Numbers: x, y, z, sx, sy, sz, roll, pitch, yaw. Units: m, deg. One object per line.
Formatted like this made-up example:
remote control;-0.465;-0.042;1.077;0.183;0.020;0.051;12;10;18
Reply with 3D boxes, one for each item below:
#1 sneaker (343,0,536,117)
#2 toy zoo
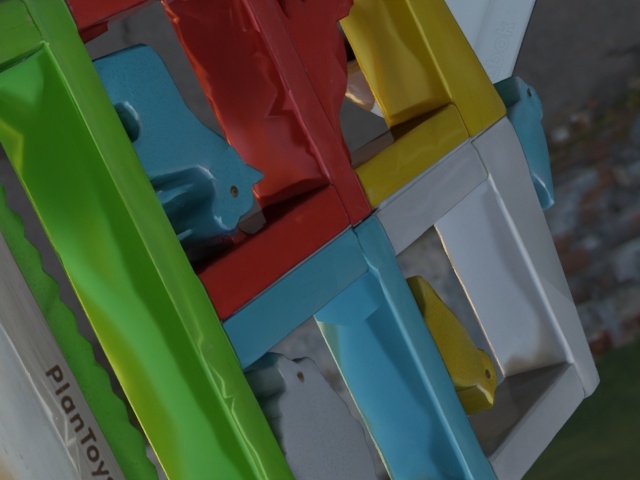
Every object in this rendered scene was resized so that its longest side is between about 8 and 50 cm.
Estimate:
sneaker;0.067;-0.193;0.873;0.123;0.106;0.290;15;111;-5
toy zoo;0.000;0.000;0.495;0.030;0.192;0.293;-21;-171;33
